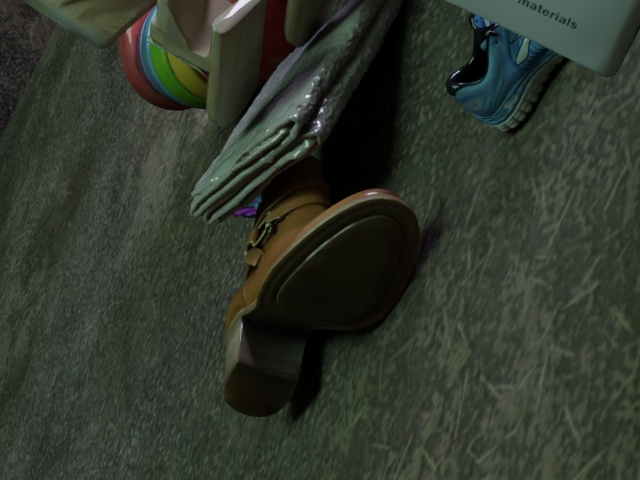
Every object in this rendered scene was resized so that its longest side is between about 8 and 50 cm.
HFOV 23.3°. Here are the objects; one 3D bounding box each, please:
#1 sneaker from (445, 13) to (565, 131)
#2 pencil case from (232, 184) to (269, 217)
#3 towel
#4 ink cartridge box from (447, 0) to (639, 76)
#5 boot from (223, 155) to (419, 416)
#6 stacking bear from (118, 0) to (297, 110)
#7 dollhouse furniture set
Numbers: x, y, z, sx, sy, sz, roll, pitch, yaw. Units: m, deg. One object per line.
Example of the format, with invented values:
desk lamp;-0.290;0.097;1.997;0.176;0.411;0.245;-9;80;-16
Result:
sneaker;0.150;-0.159;1.164;0.162;0.073;0.063;-60;21;22
pencil case;-0.050;-0.048;1.586;0.070;0.064;0.151;-58;18;-6
towel;-0.018;-0.135;1.497;0.187;0.049;0.282;-35;18;42
ink cartridge box;0.195;-0.330;0.851;0.279;0.160;0.385;-53;-13;-50
boot;0.000;0.000;1.379;0.220;0.109;0.283;-83;17;-47
stacking bear;-0.116;-0.240;1.847;0.289;0.175;0.164;3;69;62
dollhouse furniture set;-0.141;-0.315;1.599;0.394;0.362;0.256;-48;-18;-32
